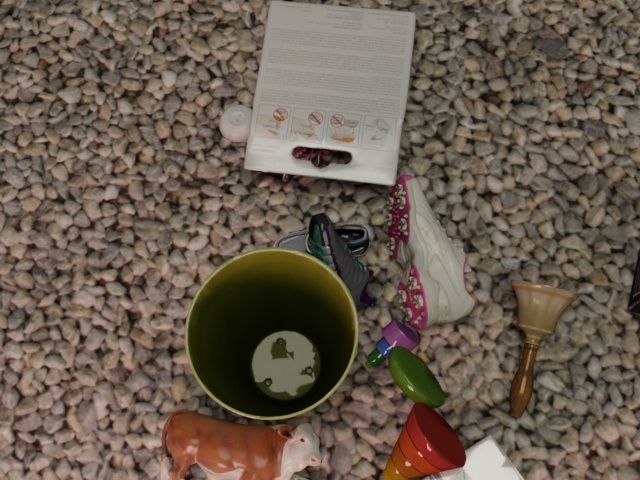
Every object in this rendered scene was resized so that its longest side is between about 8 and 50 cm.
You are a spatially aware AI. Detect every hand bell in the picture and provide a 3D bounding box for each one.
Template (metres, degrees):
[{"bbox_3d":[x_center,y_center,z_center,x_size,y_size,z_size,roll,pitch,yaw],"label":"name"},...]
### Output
[{"bbox_3d":[0.385,0.204,1.557,0.126,0.126,0.242,12,85,7],"label":"hand bell"}]

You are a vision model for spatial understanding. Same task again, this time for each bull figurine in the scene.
[{"bbox_3d":[-0.143,0.392,1.489,0.310,0.101,0.189,8,71,21],"label":"bull figurine"}]

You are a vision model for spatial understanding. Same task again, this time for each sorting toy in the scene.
[{"bbox_3d":[0.133,0.280,1.450,0.127,0.366,0.126,38,109,-24],"label":"sorting toy"}]

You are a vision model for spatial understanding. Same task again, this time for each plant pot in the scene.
[{"bbox_3d":[-0.069,0.186,1.467,0.274,0.293,0.275,-1,72,3],"label":"plant pot"}]

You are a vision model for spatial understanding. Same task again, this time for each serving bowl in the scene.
[{"bbox_3d":[-0.170,-0.246,1.757,0.083,0.027,0.083,-1,71,2],"label":"serving bowl"}]

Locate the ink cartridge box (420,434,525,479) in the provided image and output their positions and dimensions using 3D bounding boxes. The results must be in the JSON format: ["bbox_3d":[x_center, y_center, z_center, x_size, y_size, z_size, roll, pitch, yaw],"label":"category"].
[{"bbox_3d":[0.195,0.452,1.416,0.272,0.198,0.115,-31,72,-8],"label":"ink cartridge box"}]

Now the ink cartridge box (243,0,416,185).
[{"bbox_3d":[0.024,-0.294,1.739,0.308,0.091,0.385,7,74,4],"label":"ink cartridge box"}]

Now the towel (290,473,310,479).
[{"bbox_3d":[-0.085,0.482,1.514,0.113,0.023,0.152,22,76,12],"label":"towel"}]

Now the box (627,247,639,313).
[{"bbox_3d":[0.700,-0.021,1.503,0.182,0.294,0.296,16,73,8],"label":"box"}]

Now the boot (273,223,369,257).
[{"bbox_3d":[0.000,0.000,1.636,0.189,0.086,0.069,-6,71,0],"label":"boot"}]

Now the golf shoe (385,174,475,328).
[{"bbox_3d":[0.208,0.019,1.623,0.140,0.115,0.306,-1,70,-18],"label":"golf shoe"}]

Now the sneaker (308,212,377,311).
[{"bbox_3d":[0.044,0.039,1.582,0.098,0.224,0.083,-21,30,-14],"label":"sneaker"}]

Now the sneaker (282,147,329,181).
[{"bbox_3d":[-0.028,-0.157,1.716,0.057,0.047,0.119,40,78,2],"label":"sneaker"}]
